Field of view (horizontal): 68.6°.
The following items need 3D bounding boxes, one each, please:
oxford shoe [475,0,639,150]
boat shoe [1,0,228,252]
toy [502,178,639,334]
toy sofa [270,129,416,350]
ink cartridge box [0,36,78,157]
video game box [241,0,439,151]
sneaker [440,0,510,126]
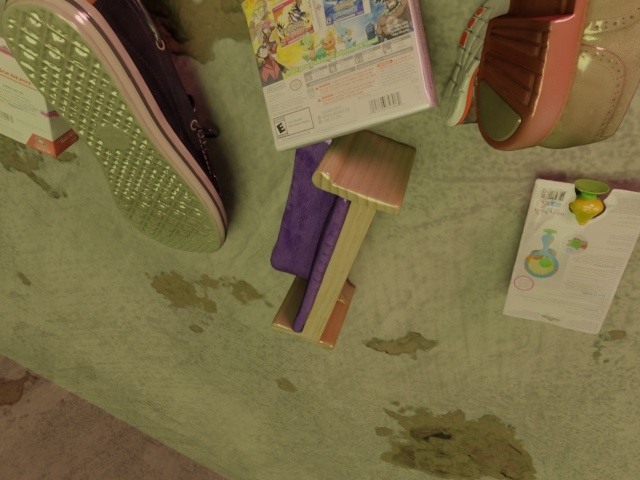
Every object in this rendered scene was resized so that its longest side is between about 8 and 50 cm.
[{"bbox_3d":[0.256,-0.272,0.404,0.146,0.141,0.397,0,124,-12],"label":"oxford shoe"},{"bbox_3d":[-0.251,-0.154,0.711,0.186,0.156,0.500,3,143,15],"label":"boat shoe"},{"bbox_3d":[0.355,0.019,0.671,0.136,0.056,0.237,11,129,19],"label":"toy"},{"bbox_3d":[0.000,0.000,0.739,0.177,0.150,0.363,22,135,3],"label":"toy sofa"},{"bbox_3d":[-0.479,-0.250,0.774,0.115,0.067,0.198,24,137,0],"label":"ink cartridge box"},{"bbox_3d":[0.018,-0.219,0.548,0.205,0.048,0.187,-9,100,30],"label":"video game box"},{"bbox_3d":[0.196,-0.205,0.546,0.064,0.061,0.158,2,138,-15],"label":"sneaker"}]
